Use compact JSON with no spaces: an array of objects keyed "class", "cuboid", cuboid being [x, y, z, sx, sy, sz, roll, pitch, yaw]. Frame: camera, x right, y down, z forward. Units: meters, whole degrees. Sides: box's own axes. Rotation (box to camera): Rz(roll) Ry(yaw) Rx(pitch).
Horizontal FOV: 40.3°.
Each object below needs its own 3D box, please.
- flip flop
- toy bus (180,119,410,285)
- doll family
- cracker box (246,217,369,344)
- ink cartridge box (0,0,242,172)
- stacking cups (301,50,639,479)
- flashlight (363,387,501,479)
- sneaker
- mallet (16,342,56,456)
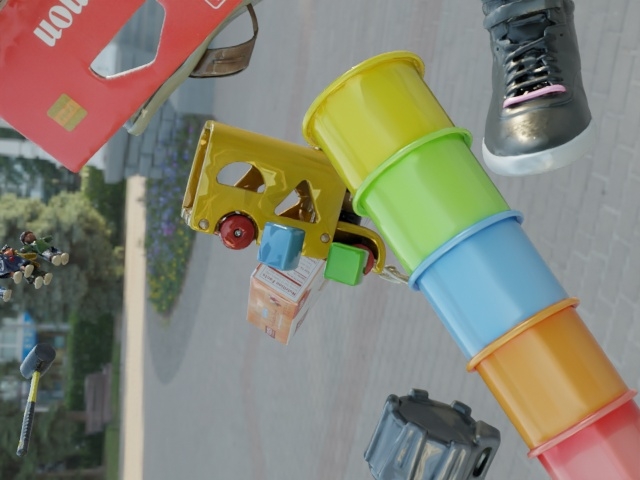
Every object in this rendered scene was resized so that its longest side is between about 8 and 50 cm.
[{"class":"flip flop","cuboid":[-0.140,-0.229,1.113,0.277,0.080,0.112,-48,11,-2]},{"class":"toy bus","cuboid":[-0.015,-0.036,0.718,0.191,0.202,0.104,17,95,29]},{"class":"doll family","cuboid":[-0.522,0.043,1.456,0.193,0.111,0.076,-25,-40,-57]},{"class":"cracker box","cuboid":[0.000,0.000,1.066,0.232,0.067,0.155,-55,-8,-23]},{"class":"ink cartridge box","cuboid":[-0.214,-0.190,0.606,0.296,0.261,0.066,-36,21,35]},{"class":"stacking cups","cuboid":[0.099,0.034,0.534,0.316,0.096,0.096,61,152,19]},{"class":"flashlight","cuboid":[0.042,0.270,0.746,0.103,0.103,0.304,37,118,42]},{"class":"sneaker","cuboid":[0.191,-0.171,0.814,0.295,0.105,0.147,-65,-41,-57]},{"class":"mallet","cuboid":[-0.434,0.236,1.323,0.062,0.039,0.189,-51,31,25]}]
